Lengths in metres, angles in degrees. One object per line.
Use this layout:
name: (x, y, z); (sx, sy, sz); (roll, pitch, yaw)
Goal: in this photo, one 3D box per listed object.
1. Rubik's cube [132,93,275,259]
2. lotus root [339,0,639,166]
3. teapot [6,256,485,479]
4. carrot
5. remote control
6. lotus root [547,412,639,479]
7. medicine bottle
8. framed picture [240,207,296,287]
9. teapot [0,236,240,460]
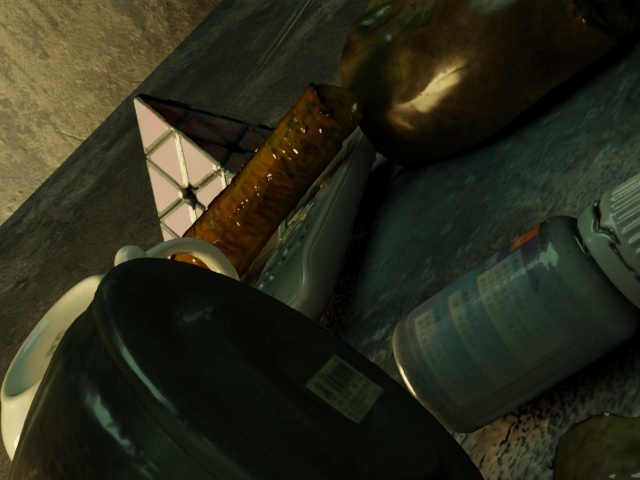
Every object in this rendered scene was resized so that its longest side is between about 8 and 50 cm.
Rubik's cube: (-0.142, -0.048, 1.608); (0.178, 0.190, 0.211); (-60, -2, 23)
lotus root: (0.155, -0.207, 1.278); (0.267, 0.149, 0.260); (-53, 18, -17)
teapot: (-0.033, 0.187, 0.758); (0.239, 0.321, 0.239); (-56, -27, 14)
carrot: (-0.054, -0.038, 1.365); (0.260, 0.070, 0.070); (-49, 13, 29)
remote control: (0.000, 0.000, 1.307); (0.109, 0.055, 0.313); (-49, 8, 31)
lotus root: (0.130, 0.136, 0.607); (0.159, 0.095, 0.135); (-41, 20, 33)
medicine bottle: (0.139, 0.030, 0.848); (0.203, 0.083, 0.083); (-34, 19, 27)
framed picture: (-0.126, 0.080, 1.463); (0.274, 0.017, 0.217); (-40, 18, 12)
teapot: (-0.166, 0.110, 1.260); (0.204, 0.139, 0.298); (-20, 35, 58)
